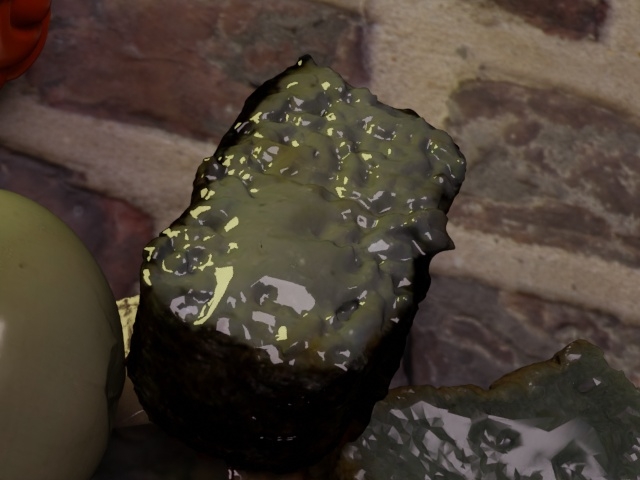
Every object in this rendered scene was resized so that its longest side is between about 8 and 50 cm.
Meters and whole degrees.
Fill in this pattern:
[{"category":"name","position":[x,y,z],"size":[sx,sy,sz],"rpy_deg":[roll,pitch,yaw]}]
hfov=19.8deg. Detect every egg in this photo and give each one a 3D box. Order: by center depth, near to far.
[{"category":"egg","position":[-0.243,0.092,1.261],"size":[0.219,0.219,0.269],"rpy_deg":[17,66,-6]}]

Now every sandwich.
[{"category":"sandwich","position":[0.165,0.218,1.358],"size":[0.325,0.131,0.262],"rpy_deg":[-11,61,-24]}]

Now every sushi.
[{"category":"sushi","position":[-0.012,0.034,1.277],"size":[0.196,0.182,0.343],"rpy_deg":[15,45,12]}]

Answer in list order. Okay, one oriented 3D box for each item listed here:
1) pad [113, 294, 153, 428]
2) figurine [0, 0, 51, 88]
[{"category":"pad","position":[-0.101,0.083,1.398],"size":[0.188,0.006,0.113],"rpy_deg":[-10,61,2]},{"category":"figurine","position":[-0.384,-0.277,1.466],"size":[0.412,0.241,0.306],"rpy_deg":[27,46,14]}]
